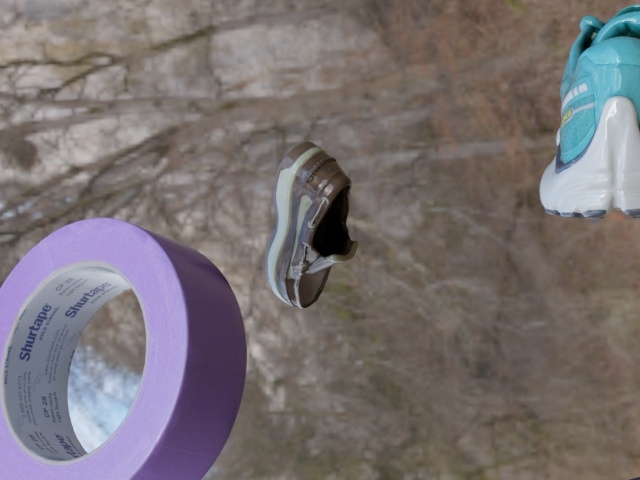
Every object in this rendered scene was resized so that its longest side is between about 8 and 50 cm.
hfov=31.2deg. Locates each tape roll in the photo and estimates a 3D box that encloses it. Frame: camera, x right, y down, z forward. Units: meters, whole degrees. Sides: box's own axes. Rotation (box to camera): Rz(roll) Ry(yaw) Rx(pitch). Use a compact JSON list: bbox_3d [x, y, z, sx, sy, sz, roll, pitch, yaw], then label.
[{"bbox_3d":[-0.204,0.121,1.081,0.090,0.275,0.274,26,-118,-53],"label":"tape roll"}]

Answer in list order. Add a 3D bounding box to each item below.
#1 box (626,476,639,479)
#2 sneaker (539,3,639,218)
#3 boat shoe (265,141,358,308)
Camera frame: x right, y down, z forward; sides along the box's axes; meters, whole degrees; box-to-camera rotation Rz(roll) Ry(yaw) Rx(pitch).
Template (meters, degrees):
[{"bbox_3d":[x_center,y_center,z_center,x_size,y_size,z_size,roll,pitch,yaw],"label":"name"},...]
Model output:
[{"bbox_3d":[0.293,0.339,1.204,0.156,0.158,0.093,80,175,-46],"label":"box"},{"bbox_3d":[0.198,-0.092,0.713,0.275,0.107,0.110,-45,-44,-68],"label":"sneaker"},{"bbox_3d":[-0.005,0.004,1.380,0.095,0.095,0.257,-41,-29,-30],"label":"boat shoe"}]
